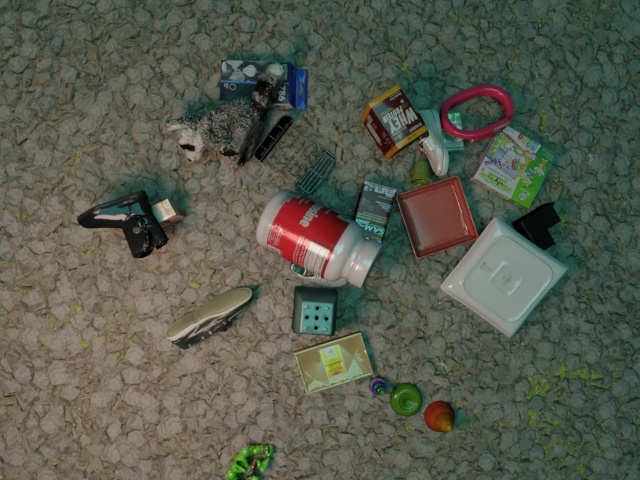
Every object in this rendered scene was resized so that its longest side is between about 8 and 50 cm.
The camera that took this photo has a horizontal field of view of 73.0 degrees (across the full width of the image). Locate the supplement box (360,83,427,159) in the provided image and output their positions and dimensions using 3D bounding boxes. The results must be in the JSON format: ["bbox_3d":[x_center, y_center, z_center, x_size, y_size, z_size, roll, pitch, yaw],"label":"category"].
[{"bbox_3d":[0.267,-0.430,1.600,0.129,0.191,0.194,-34,91,-3],"label":"supplement box"}]

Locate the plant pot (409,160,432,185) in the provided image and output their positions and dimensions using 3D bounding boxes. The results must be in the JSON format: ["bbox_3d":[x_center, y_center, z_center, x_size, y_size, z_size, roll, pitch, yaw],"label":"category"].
[{"bbox_3d":[0.386,-0.260,1.664,0.083,0.083,0.079,5,77,-3],"label":"plant pot"}]

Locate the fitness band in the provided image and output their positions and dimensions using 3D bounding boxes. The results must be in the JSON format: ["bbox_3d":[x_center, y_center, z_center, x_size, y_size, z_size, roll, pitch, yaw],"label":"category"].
[{"bbox_3d":[0.602,-0.489,1.662,0.291,0.054,0.209,-22,69,-6],"label":"fitness band"}]

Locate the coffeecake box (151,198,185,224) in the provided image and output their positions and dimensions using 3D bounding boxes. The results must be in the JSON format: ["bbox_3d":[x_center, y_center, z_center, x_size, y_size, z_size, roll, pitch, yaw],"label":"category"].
[{"bbox_3d":[-0.603,-0.075,1.570,0.185,0.142,0.068,-28,91,-3],"label":"coffeecake box"}]

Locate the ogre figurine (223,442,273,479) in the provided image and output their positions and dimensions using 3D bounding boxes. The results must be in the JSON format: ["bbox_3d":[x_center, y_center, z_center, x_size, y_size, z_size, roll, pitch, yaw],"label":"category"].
[{"bbox_3d":[-0.267,0.830,1.590,0.118,0.097,0.197,35,98,-13],"label":"ogre figurine"}]

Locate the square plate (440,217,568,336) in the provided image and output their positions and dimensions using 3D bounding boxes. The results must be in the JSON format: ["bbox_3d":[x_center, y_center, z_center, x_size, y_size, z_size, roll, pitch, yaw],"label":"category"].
[{"bbox_3d":[0.699,0.147,1.643,0.344,0.049,0.347,35,100,0],"label":"square plate"}]

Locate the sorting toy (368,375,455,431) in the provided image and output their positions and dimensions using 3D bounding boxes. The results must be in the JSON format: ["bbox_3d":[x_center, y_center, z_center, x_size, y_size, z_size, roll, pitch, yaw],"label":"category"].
[{"bbox_3d":[0.355,0.622,1.612,0.365,0.126,0.127,28,88,-3],"label":"sorting toy"}]

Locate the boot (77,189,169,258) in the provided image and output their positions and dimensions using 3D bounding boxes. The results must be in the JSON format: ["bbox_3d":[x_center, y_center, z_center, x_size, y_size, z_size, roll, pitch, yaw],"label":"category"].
[{"bbox_3d":[-0.657,-0.031,1.446,0.246,0.094,0.207,-23,86,-9],"label":"boot"}]

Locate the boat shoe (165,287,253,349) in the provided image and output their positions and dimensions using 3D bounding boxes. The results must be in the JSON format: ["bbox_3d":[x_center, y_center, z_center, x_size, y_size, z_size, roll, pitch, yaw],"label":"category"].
[{"bbox_3d":[-0.387,0.296,1.592,0.340,0.127,0.113,-31,120,-11],"label":"boat shoe"}]

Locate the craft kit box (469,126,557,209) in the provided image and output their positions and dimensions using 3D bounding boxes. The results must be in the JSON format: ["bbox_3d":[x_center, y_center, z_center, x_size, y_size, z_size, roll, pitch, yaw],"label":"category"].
[{"bbox_3d":[0.752,-0.288,1.692,0.250,0.061,0.246,28,90,-2],"label":"craft kit box"}]

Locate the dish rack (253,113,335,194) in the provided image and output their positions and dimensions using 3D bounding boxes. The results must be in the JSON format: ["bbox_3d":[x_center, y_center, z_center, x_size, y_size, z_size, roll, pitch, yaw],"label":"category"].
[{"bbox_3d":[-0.088,-0.315,1.638,0.271,0.074,0.208,37,88,-2],"label":"dish rack"}]

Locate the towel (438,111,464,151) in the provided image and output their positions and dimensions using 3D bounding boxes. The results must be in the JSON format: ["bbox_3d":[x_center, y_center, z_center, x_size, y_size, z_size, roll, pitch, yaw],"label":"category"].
[{"bbox_3d":[0.503,-0.424,1.696,0.113,0.023,0.152,-5,89,-4],"label":"towel"}]

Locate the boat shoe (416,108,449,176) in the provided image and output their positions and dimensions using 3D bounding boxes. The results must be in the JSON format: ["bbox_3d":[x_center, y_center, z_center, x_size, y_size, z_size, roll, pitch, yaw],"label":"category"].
[{"bbox_3d":[0.417,-0.372,1.647,0.088,0.096,0.267,-7,87,-16],"label":"boat shoe"}]

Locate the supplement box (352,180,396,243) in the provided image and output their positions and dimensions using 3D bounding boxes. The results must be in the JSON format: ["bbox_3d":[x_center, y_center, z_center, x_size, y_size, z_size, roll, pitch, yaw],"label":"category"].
[{"bbox_3d":[0.194,-0.094,1.647,0.130,0.073,0.239,15,89,-3],"label":"supplement box"}]

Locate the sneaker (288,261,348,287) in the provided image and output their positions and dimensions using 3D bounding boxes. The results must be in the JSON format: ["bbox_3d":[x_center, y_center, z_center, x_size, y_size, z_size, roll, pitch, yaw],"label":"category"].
[{"bbox_3d":[-0.007,0.128,1.621,0.235,0.095,0.090,13,86,-4],"label":"sneaker"}]

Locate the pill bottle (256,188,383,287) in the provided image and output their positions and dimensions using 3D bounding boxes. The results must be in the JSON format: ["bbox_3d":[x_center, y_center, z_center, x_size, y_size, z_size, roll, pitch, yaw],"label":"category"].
[{"bbox_3d":[0.000,0.000,1.520,0.408,0.229,0.229,27,87,11],"label":"pill bottle"}]

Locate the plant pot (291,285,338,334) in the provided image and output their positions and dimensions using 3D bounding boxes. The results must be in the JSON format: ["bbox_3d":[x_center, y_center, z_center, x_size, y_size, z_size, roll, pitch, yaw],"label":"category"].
[{"bbox_3d":[-0.016,0.261,1.547,0.166,0.234,0.165,5,88,-4],"label":"plant pot"}]

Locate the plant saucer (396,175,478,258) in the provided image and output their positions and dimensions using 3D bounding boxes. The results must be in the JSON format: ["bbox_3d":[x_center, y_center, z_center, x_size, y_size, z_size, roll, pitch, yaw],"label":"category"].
[{"bbox_3d":[0.446,-0.089,1.673,0.258,0.048,0.259,-18,90,-3],"label":"plant saucer"}]

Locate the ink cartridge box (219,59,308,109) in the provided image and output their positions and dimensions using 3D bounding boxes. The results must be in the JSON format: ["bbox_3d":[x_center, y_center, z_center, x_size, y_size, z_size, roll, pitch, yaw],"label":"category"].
[{"bbox_3d":[-0.212,-0.591,1.645,0.333,0.065,0.165,0,88,-4],"label":"ink cartridge box"}]

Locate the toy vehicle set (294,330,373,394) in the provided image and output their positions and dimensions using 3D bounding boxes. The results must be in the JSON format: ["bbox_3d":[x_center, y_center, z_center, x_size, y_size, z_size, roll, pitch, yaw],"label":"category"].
[{"bbox_3d":[0.050,0.463,1.644,0.267,0.035,0.166,-16,90,-3],"label":"toy vehicle set"}]

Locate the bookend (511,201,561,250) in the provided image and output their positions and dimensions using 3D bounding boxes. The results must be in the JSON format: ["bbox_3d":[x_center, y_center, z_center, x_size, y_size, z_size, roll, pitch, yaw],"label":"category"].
[{"bbox_3d":[0.861,-0.043,1.680,0.157,0.072,0.156,-31,91,-4],"label":"bookend"}]

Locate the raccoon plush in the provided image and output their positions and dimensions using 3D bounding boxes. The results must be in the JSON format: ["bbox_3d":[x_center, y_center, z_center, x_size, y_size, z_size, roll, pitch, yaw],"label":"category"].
[{"bbox_3d":[-0.348,-0.475,1.574,0.299,0.216,0.446,28,84,3],"label":"raccoon plush"}]
